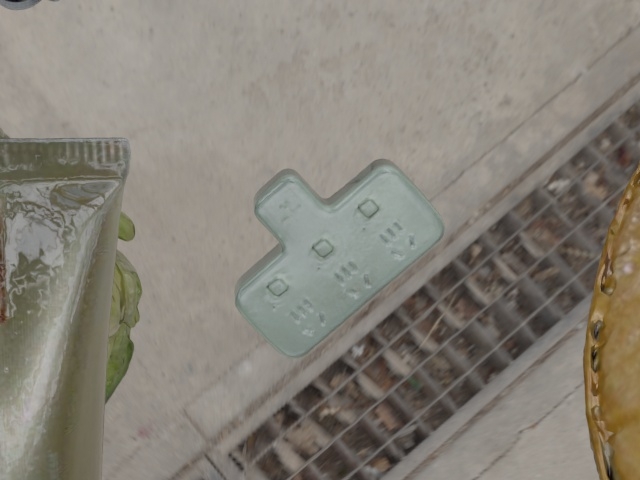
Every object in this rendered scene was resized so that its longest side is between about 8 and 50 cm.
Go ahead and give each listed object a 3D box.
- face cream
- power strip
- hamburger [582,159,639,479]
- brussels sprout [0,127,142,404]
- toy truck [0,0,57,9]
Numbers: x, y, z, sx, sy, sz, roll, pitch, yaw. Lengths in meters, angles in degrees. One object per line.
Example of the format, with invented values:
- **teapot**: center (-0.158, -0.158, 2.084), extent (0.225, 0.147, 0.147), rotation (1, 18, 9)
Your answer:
- **face cream**: center (-0.161, 0.092, 0.742), extent (0.137, 0.341, 0.084), rotation (-1, 36, -6)
- **power strip**: center (0.000, 0.000, 1.790), extent (0.265, 0.059, 0.193), rotation (-41, 107, 7)
- **hamburger**: center (0.267, 0.043, 0.630), extent (0.268, 0.287, 0.446), rotation (30, 80, -40)
- **brussels sprout**: center (-0.338, 0.054, 1.284), extent (0.314, 0.371, 0.276), rotation (5, 68, 14)
- **toy truck**: center (-0.401, -0.371, 1.450), extent (0.367, 0.146, 0.175), rotation (23, 69, 8)
